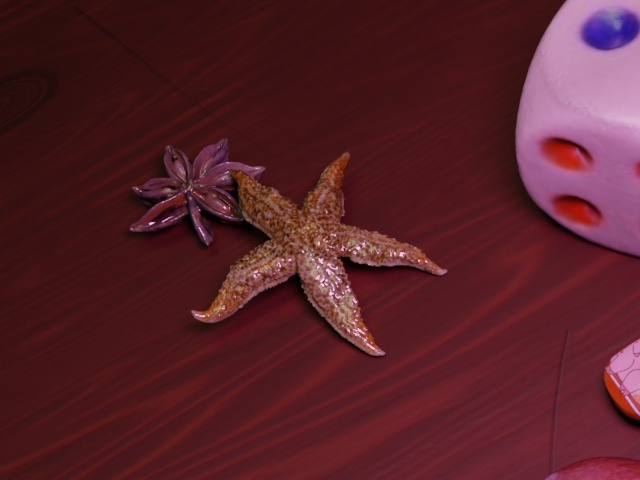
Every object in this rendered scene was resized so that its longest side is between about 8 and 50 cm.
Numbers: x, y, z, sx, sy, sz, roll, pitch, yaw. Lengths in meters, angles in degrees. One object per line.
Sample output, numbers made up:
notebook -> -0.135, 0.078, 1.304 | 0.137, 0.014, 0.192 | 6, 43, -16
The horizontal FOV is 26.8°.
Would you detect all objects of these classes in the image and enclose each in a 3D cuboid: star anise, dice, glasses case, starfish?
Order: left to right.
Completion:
star anise -> -0.188, -0.081, 2.081 | 0.212, 0.073, 0.197 | 9, 61, 24
starfish -> 0.001, -0.002, 1.916 | 0.358, 0.078, 0.347 | -1, 54, 10
dice -> 0.454, -0.171, 1.772 | 0.304, 0.277, 0.304 | 18, 59, 30
glasses case -> 0.476, 0.135, 1.652 | 0.267, 0.067, 0.103 | -29, 50, -2

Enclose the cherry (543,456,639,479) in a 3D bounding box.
cherry -> 0.318, 0.353, 1.442 | 0.261, 0.221, 0.307 | -33, 27, 10
